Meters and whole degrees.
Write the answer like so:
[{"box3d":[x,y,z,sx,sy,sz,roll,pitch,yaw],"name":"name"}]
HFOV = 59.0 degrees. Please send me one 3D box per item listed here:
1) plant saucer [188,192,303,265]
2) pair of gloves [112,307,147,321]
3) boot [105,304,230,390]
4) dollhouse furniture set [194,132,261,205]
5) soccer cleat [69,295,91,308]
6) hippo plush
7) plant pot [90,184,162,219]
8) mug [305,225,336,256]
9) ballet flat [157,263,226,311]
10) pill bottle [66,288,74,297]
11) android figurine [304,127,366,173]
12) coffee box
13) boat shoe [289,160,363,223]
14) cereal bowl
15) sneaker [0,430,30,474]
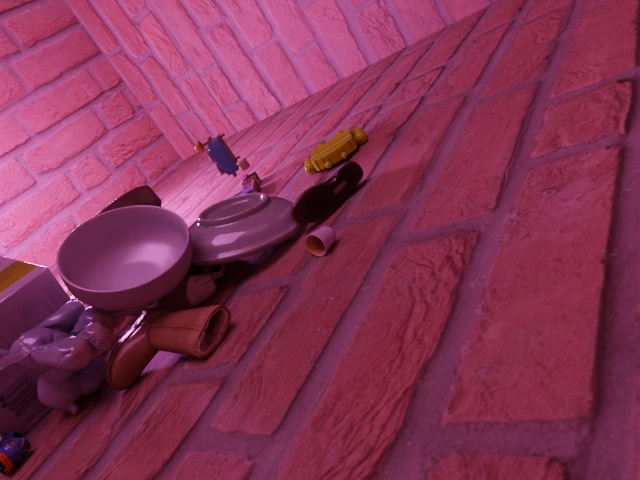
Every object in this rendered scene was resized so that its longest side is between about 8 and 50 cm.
[{"box3d":[-0.242,-0.058,1.657,0.401,0.100,0.400,-14,20,5],"name":"plant saucer"},{"box3d":[-0.685,0.234,1.757,0.240,0.204,0.042,-11,74,39],"name":"pair of gloves"},{"box3d":[-0.363,0.250,1.329,0.270,0.089,0.236,-4,53,38],"name":"boot"},{"box3d":[-0.399,-0.271,2.218,0.198,0.303,0.286,-31,21,7],"name":"dollhouse furniture set"},{"box3d":[-0.814,0.238,1.946,0.332,0.143,0.116,-29,22,14],"name":"soccer cleat"},{"box3d":[-0.621,0.318,1.391,0.235,0.236,0.294,16,34,35],"name":"hippo plush"},{"box3d":[-0.555,0.037,1.744,0.323,0.280,0.323,-44,1,1],"name":"plant pot"},{"box3d":[0.000,-0.003,1.388,0.078,0.062,0.064,-3,29,43],"name":"mug"},{"box3d":[-0.340,0.109,1.611,0.124,0.116,0.342,-6,25,15],"name":"ballet flat"},{"box3d":[-0.916,0.213,2.186,0.117,0.117,0.215,-40,21,-15],"name":"pill bottle"},{"box3d":[0.048,-0.320,2.008,0.248,0.056,0.272,-31,21,9],"name":"android figurine"},{"box3d":[-0.898,0.279,1.583,0.335,0.337,0.338,7,40,34],"name":"coffee box"},{"box3d":[0.012,-0.125,1.614,0.258,0.095,0.095,-36,6,-22],"name":"boat shoe"},{"box3d":[-0.497,0.061,1.480,0.340,0.141,0.338,-1,40,1],"name":"cereal bowl"},{"box3d":[-0.785,0.517,1.411,0.221,0.083,0.087,-2,25,45],"name":"sneaker"}]
